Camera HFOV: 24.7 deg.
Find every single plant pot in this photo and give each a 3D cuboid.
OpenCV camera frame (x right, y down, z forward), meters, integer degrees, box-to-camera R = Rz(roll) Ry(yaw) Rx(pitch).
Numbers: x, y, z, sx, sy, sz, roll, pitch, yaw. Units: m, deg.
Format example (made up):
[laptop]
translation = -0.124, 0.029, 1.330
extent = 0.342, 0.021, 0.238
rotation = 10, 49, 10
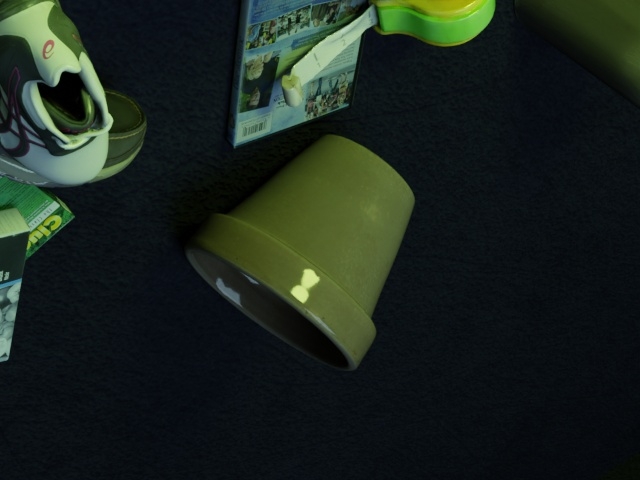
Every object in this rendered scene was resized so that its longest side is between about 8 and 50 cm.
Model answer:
[plant pot]
translation = 0.000, 0.000, 1.830
extent = 0.229, 0.263, 0.263
rotation = -53, 150, -13

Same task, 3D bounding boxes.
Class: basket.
[basket]
translation = 0.399, -0.275, 1.913
extent = 0.204, 0.227, 0.154
rotation = -4, 132, -45

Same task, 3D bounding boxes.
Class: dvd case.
[dvd case]
translation = -0.022, -0.231, 1.715
extent = 0.180, 0.022, 0.253
rotation = -22, 143, -29

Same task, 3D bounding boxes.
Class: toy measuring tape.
[toy measuring tape]
translation = 0.105, -0.249, 1.707
extent = 0.330, 0.121, 0.121
rotation = -42, 149, -16

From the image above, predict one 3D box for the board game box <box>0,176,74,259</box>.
[board game box]
translation = -0.405, 0.025, 1.608
extent = 0.260, 0.030, 0.136
rotation = -41, 145, 0

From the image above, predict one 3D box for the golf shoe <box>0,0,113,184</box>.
[golf shoe]
translation = -0.239, -0.113, 1.312
extent = 0.105, 0.120, 0.273
rotation = -33, 152, -12

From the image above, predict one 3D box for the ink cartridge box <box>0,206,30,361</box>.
[ink cartridge box]
translation = -0.425, 0.072, 1.576
extent = 0.208, 0.045, 0.206
rotation = -14, 139, -34

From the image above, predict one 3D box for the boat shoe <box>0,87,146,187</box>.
[boat shoe]
translation = -0.304, -0.139, 1.426
extent = 0.355, 0.132, 0.130
rotation = -1, 130, -47
